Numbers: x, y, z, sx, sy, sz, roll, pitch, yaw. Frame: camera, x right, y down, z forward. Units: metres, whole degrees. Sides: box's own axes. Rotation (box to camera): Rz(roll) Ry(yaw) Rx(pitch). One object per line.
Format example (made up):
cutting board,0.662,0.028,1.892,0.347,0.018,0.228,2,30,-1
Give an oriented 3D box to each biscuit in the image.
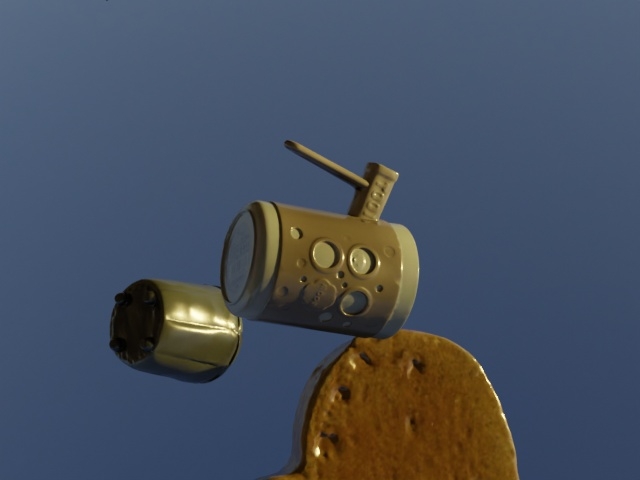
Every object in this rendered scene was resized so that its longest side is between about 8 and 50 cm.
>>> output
biscuit,0.053,0.255,0.872,0.288,0.343,0.057,-6,175,-20

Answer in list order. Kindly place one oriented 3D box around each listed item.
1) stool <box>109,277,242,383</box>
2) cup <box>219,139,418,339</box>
stool,-0.135,0.082,0.877,0.096,0.110,0.096,-12,-109,38
cup,0.002,0.005,0.547,0.099,0.102,0.074,9,-151,-24
